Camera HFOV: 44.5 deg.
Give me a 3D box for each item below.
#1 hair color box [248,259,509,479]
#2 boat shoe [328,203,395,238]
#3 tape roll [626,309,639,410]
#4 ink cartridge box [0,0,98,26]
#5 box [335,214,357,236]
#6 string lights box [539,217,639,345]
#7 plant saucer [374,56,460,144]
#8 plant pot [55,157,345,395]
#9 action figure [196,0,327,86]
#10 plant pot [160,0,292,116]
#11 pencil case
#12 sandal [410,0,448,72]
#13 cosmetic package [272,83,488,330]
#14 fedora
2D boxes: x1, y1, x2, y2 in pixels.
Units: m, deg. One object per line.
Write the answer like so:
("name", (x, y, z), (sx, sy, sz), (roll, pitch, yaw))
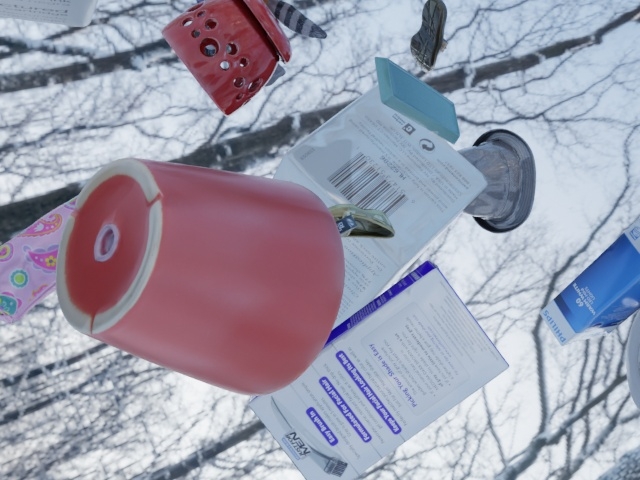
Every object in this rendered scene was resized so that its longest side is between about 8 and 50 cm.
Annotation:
("hair color box", (0.083, 0.204, 1.164), (0.185, 0.339, 0.110), (54, 2, -4))
("boat shoe", (0.062, -0.027, 1.364), (0.056, 0.153, 0.048), (-61, -137, 28))
("tape roll", (0.648, 0.221, 1.451), (0.219, 0.072, 0.219), (-175, -90, -88))
("ink cartridge box", (-0.177, -0.171, 0.278), (0.289, 0.211, 0.121), (-164, -102, -70))
("box", (0.000, 0.000, 1.033), (0.083, 0.067, 0.018), (-36, -98, 46))
("string lights box", (0.500, 0.069, 1.298), (0.076, 0.133, 0.259), (62, -41, 28))
("plant saucer", (0.135, -0.186, 1.047), (0.018, 0.192, 0.067), (-20, -112, 34))
("plant pot", (-0.149, 0.031, 0.908), (0.275, 0.243, 0.274), (-16, -114, 40))
("action figure", (-0.149, -0.441, 1.568), (0.330, 0.179, 0.341), (50, -34, 36))
("plant pot", (-0.154, -0.339, 1.369), (0.191, 0.174, 0.191), (55, 1, -1))
("pencil case", (-0.423, 0.015, 1.279), (0.124, 0.284, 0.124), (43, -24, 24))
("sandal", (0.251, -0.453, 1.724), (0.090, 0.060, 0.219), (61, -17, 24))
("cosmetic package", (0.083, -0.061, 1.731), (0.329, 0.327, 0.393), (45, -32, 6))
("fedora", (0.365, -0.137, 1.799), (0.275, 0.124, 0.243), (-142, -127, -67))
